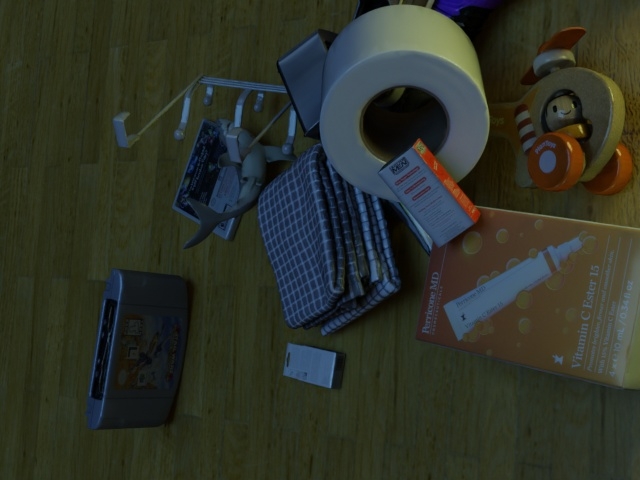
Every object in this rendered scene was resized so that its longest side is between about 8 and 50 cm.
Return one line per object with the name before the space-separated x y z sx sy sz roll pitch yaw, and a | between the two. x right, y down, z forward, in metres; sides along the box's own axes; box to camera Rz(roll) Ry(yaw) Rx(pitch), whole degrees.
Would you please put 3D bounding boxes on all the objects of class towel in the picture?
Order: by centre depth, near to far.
towel | 0.000 0.000 1.980 0.235 0.121 0.284 -36 61 53

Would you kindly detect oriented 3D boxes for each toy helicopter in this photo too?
toy helicopter | 0.310 -0.197 1.782 0.355 0.140 0.235 10 97 53

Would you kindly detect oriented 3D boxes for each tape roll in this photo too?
tape roll | 0.121 -0.205 1.744 0.246 0.246 0.169 -45 22 26

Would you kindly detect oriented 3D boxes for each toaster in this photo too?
toaster | 0.026 -0.259 2.004 0.110 0.168 0.186 -35 64 29

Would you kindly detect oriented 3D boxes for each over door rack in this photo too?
over door rack | -0.175 -0.198 2.047 0.239 0.324 0.108 9 115 22

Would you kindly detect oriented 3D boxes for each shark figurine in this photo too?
shark figurine | -0.145 -0.087 2.134 0.116 0.166 0.278 110 176 -50

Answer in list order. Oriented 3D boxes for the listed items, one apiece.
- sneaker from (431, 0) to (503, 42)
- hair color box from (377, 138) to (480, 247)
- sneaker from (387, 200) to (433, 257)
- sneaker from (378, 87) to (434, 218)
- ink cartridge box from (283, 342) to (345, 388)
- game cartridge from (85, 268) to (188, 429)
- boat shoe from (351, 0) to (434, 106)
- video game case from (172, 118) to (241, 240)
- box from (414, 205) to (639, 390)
sneaker | 0.218 -0.344 1.899 0.293 0.102 0.146 -19 71 45
hair color box | 0.155 -0.067 1.679 0.072 0.043 0.141 -36 98 29
sneaker | 0.186 -0.036 1.859 0.097 0.084 0.235 -37 87 6
sneaker | 0.139 -0.155 1.951 0.130 0.087 0.228 -120 36 -57
ink cartridge box | -0.012 0.217 2.056 0.115 0.029 0.063 9 90 42
game cartridge | -0.338 0.206 2.222 0.062 0.198 0.297 9 90 41
boat shoe | 0.107 -0.378 1.873 0.116 0.096 0.325 25 103 48
video game case | -0.198 -0.119 2.267 0.173 0.022 0.190 28 103 39
box | 0.335 0.077 1.689 0.345 0.168 0.215 10 89 41
